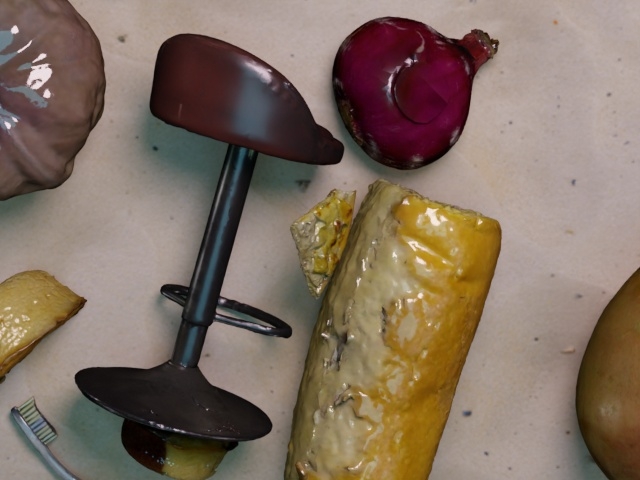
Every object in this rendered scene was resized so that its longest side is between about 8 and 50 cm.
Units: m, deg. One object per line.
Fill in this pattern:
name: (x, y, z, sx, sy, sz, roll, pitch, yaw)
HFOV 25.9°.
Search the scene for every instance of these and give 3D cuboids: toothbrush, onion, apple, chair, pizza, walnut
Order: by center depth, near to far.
pizza: (0.000, 0.000, 1.436, 0.026, 0.108, 0.123, 18, 92, 29)
walnut: (-0.343, -0.157, 1.460, 0.248, 0.248, 0.248, 0, 98, -3)
chair: (-0.108, -0.008, 1.493, 0.226, 0.226, 0.401, 14, 98, -5)
apple: (0.451, 0.161, 1.517, 0.338, 0.305, 0.339, 1, 87, -12)
onion: (0.113, -0.176, 1.526, 0.198, 0.135, 0.173, -33, 102, 0)
toothbrush: (-0.236, 0.335, 1.637, 0.037, 0.028, 0.375, -38, 98, -4)

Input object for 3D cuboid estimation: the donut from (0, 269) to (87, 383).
donut: (-0.371, 0.114, 1.553, 0.217, 0.141, 0.085, -41, 91, -1)

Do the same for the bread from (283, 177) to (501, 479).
bread: (0.069, 0.129, 1.518, 0.165, 0.236, 0.375, 17, 97, -3)

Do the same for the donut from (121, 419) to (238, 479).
donut: (-0.162, 0.221, 1.571, 0.140, 0.140, 0.059, 20, 104, -6)
